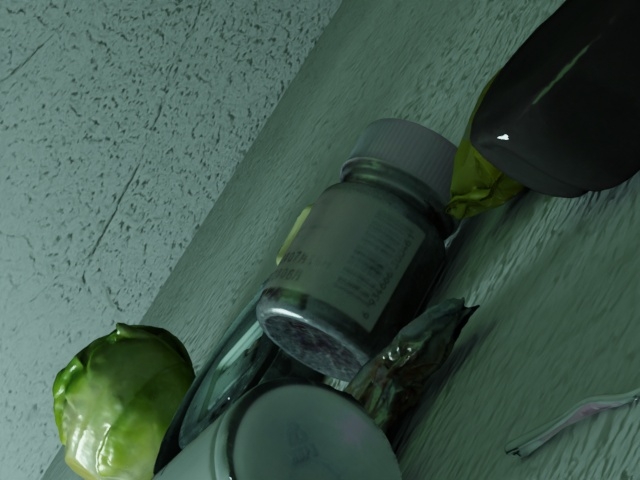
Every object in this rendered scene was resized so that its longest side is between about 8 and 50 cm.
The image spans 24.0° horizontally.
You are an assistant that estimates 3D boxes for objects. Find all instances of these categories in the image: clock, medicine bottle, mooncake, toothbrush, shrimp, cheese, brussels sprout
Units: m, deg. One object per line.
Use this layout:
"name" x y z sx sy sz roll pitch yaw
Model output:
"clock" -0.089 0.188 2.032 0.386 0.076 0.386 -53 12 16
"medicine bottle" -0.086 0.286 1.423 0.332 0.190 0.190 -45 15 42
"mooncake" 0.256 -0.150 1.404 0.245 0.133 0.245 -53 11 15
"toothbrush" 0.200 0.129 1.127 0.204 0.017 0.022 -42 28 49
"shrimp" 0.054 0.180 1.496 0.317 0.062 0.164 -54 14 29
"medicine bottle" 0.056 0.011 1.701 0.273 0.165 0.165 -59 12 -24
"cheese" 0.000 0.000 2.269 0.127 0.054 0.251 -60 12 -8
"brussels sprout" -0.316 0.258 2.427 0.259 0.227 0.294 113 179 -69

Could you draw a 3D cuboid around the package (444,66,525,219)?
"package" 0.216 -0.127 1.623 0.168 0.090 0.226 -37 23 50
